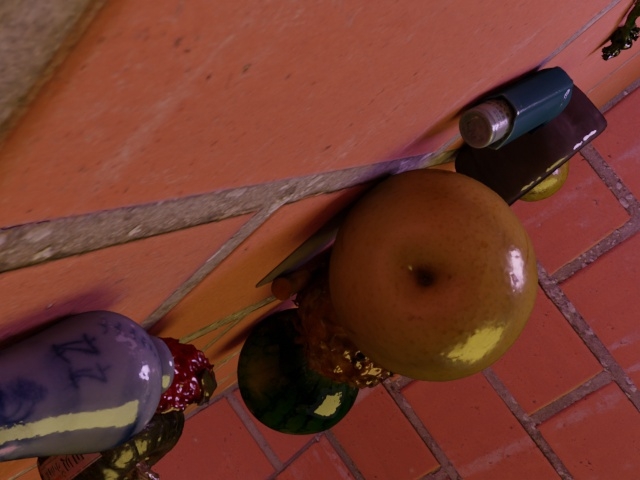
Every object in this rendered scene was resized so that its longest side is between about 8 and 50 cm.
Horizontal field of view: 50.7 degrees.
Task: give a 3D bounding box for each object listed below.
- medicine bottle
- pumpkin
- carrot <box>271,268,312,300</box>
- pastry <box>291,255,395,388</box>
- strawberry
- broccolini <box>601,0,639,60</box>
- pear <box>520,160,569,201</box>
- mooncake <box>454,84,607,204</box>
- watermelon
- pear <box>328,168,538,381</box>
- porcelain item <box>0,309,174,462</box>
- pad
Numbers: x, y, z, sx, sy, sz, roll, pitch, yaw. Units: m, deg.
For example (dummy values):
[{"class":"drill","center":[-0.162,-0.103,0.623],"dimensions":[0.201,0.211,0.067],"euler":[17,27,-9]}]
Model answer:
[{"class":"medicine bottle","center":[0.316,-0.209,1.098],"dimensions":[0.258,0.079,0.124],"euler":[-29,169,-38]},{"class":"pumpkin","center":[-0.346,0.352,1.165],"dimensions":[0.260,0.189,0.260],"euler":[-36,173,-5]},{"class":"carrot","center":[-0.047,0.080,1.337],"dimensions":[0.048,0.048,0.139],"euler":[-40,173,24]},{"class":"pastry","center":[0.102,0.144,1.461],"dimensions":[0.337,0.292,0.405],"euler":[-27,-162,49]},{"class":"strawberry","center":[-0.272,0.199,0.972],"dimensions":[0.236,0.111,0.190],"euler":[-10,176,-12]},{"class":"broccolini","center":[0.577,-0.391,1.243],"dimensions":[0.254,0.057,0.071],"euler":[-2,102,-80]},{"class":"pear","center":[0.524,-0.191,1.689],"dimensions":[0.200,0.200,0.200],"euler":[-35,171,-6]},{"class":"mooncake","center":[0.413,-0.186,1.358],"dimensions":[0.306,0.154,0.306],"euler":[-34,172,-6]},{"class":"watermelon","center":[-0.058,0.354,1.812],"dimensions":[0.363,0.363,0.363],"euler":[-35,171,-6]},{"class":"pear","center":[0.179,0.053,1.098],"dimensions":[0.348,0.348,0.348],"euler":[-35,171,-6]},{"class":"porcelain item","center":[-0.249,0.140,0.627],"dimensions":[0.141,0.141,0.259],"euler":[-40,161,26]},{"class":"pad","center":[0.000,0.000,1.241],"dimensions":[0.266,0.002,0.176],"euler":[-41,170,31]}]
